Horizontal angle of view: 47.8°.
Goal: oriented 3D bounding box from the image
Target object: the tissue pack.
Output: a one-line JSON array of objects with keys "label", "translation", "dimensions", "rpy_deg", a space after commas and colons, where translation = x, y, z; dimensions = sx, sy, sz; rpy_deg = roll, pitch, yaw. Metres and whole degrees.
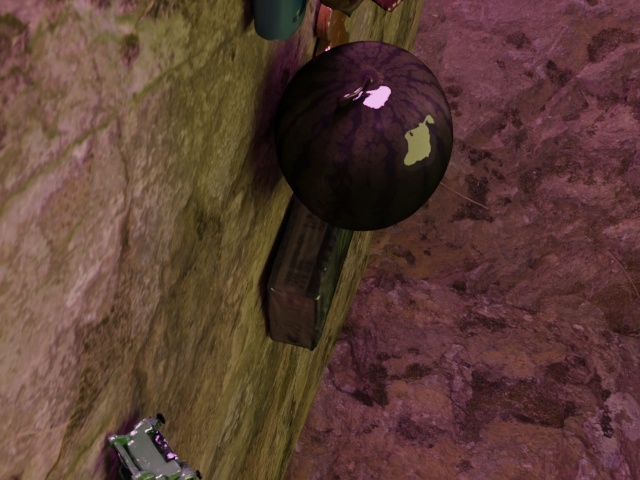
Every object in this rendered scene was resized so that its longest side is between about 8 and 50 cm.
[{"label": "tissue pack", "translation": [0.000, 0.000, 1.518], "dimensions": [0.288, 0.124, 0.395], "rpy_deg": [93, 14, -62]}]

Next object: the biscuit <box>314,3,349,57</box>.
[{"label": "biscuit", "translation": [0.020, -0.367, 1.308], "dimensions": [0.234, 0.030, 0.153], "rpy_deg": [64, 41, -77]}]

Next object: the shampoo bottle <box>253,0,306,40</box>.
[{"label": "shampoo bottle", "translation": [-0.043, -0.359, 0.807], "dimensions": [0.259, 0.061, 0.104], "rpy_deg": [94, 10, -50]}]

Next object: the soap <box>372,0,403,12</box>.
[{"label": "soap", "translation": [0.105, -0.504, 1.212], "dimensions": [0.162, 0.099, 0.250], "rpy_deg": [-42, 161, -17]}]

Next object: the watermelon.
[{"label": "watermelon", "translation": [0.067, -0.161, 1.124], "dimensions": [0.359, 0.278, 0.279], "rpy_deg": [84, 22, -70]}]

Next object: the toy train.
[{"label": "toy train", "translation": [-0.199, 0.269, 0.843], "dimensions": [0.081, 0.099, 0.149], "rpy_deg": [-25, 148, -33]}]

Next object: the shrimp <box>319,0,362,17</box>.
[{"label": "shrimp", "translation": [0.025, -0.392, 0.878], "dimensions": [0.360, 0.085, 0.247], "rpy_deg": [27, 62, -85]}]
